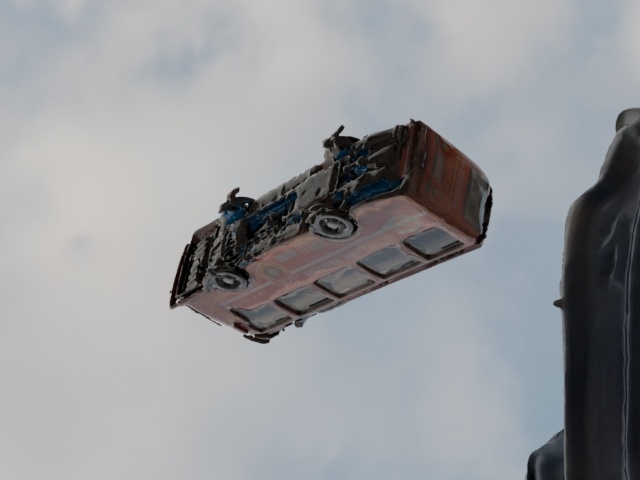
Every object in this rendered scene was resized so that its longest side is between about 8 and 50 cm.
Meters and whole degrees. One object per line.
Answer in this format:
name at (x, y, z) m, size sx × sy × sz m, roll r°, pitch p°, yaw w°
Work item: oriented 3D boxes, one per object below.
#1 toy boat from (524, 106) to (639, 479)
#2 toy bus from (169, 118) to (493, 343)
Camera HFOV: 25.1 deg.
toy boat at (0.151, 0.078, 0.639) m, size 0.129 × 0.142 × 0.309 m, roll 18°, pitch -114°, yaw -35°
toy bus at (0.000, 0.000, 0.927) m, size 0.096 × 0.235 × 0.074 m, roll 34°, pitch -129°, yaw -26°
